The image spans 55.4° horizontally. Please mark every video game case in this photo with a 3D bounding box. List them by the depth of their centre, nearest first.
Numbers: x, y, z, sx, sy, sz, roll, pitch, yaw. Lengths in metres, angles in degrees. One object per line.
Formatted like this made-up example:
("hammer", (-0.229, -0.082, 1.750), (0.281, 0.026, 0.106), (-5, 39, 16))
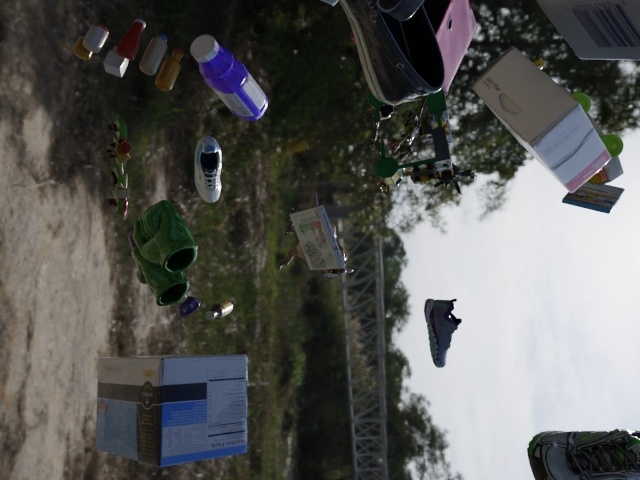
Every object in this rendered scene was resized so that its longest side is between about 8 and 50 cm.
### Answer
("video game case", (-0.009, -0.003, 1.374), (0.157, 0.019, 0.143), (-9, -78, 64))
("video game case", (0.718, -0.118, 1.601), (0.166, 0.119, 0.015), (-33, 133, -46))

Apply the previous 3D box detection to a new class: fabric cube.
("fabric cube", (0.287, -0.626, 1.821), (0.254, 0.259, 0.258), (-65, 151, -5))

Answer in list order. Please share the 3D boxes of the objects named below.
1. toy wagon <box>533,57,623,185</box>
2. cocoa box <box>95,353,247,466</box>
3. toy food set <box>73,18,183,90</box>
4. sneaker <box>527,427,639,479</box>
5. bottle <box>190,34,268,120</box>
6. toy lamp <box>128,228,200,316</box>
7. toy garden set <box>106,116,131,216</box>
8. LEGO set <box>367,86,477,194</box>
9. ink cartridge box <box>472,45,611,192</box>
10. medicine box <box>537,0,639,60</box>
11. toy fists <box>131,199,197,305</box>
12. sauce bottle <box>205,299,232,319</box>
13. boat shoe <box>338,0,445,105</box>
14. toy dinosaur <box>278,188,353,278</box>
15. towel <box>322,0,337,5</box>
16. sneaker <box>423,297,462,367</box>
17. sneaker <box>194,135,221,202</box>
("toy wagon", (0.611, -0.290, 1.500), (0.344, 0.068, 0.267), (55, 8, 6))
("cocoa box", (-0.360, 0.389, 1.451), (0.347, 0.231, 0.228), (-12, -104, 47))
("toy food set", (-0.438, -0.444, 1.396), (0.111, 0.232, 0.104), (120, -12, -69))
("sneaker", (0.569, 0.435, 1.241), (0.146, 0.343, 0.134), (129, -45, -54))
("bottle", (-0.237, -0.417, 1.571), (0.092, 0.118, 0.283), (-61, 154, -8))
("toy lamp", (-0.426, 0.084, 1.650), (0.274, 0.080, 0.080), (61, 12, -24))
("toy garden set", (-0.534, -0.182, 1.591), (0.204, 0.049, 0.244), (-136, -130, -57))
("LEGO set", (0.257, -0.258, 1.644), (0.192, 0.255, 0.331), (52, 24, -62))
("ink cartridge box", (0.355, -0.188, 0.972), (0.218, 0.092, 0.158), (21, 30, -50))
("medicine box", (0.517, -0.416, 0.878), (0.149, 0.289, 0.263), (42, 3, -22))
("toy fists", (-0.344, 0.026, 1.305), (0.142, 0.096, 0.279), (61, -30, 22))
("sauce bottle", (-0.281, 0.193, 1.672), (0.128, 0.042, 0.042), (-14, 101, -75))
("boat shoe", (0.127, -0.486, 1.183), (0.187, 0.156, 0.500), (-53, 134, -29))
("toy dinosaur", (0.000, 0.000, 1.707), (0.127, 0.200, 0.295), (102, -1, -50))
("towel", (0.026, -0.813, 1.650), (0.324, 0.312, 0.056), (6, 53, -48))
("sneaker", (0.354, 0.265, 1.714), (0.083, 0.098, 0.223), (-65, 145, -60))
("sneaker", (-0.346, -0.206, 1.875), (0.086, 0.085, 0.237), (-103, -166, -46))
